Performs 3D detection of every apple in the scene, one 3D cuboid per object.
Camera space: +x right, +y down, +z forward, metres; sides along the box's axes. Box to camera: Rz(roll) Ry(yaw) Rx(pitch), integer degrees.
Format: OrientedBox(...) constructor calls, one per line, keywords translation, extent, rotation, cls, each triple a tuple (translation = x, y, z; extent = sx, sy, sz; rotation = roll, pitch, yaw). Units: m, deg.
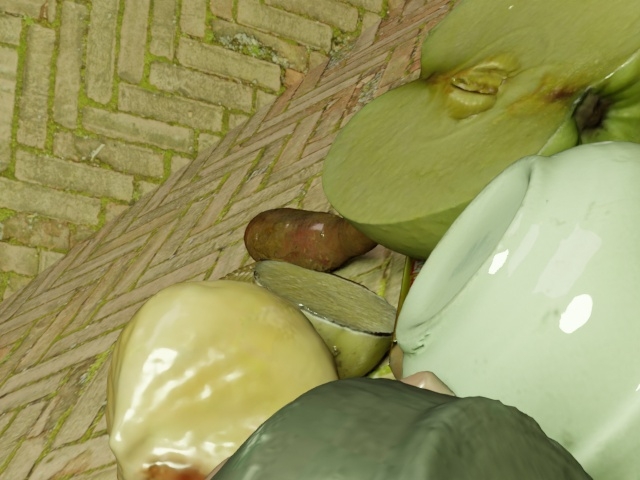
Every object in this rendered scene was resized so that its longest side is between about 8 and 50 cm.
OrientedBox(translation=(0.180, -0.133, 0.885), extent=(0.312, 0.320, 0.360), rotation=(-5, 17, -24), cls="apple")

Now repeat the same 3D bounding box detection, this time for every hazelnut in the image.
OrientedBox(translation=(-0.100, 0.161, 0.792), extent=(0.241, 0.261, 0.261), rotation=(-8, -3, -44), cls="hazelnut")

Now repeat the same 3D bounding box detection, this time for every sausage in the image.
OrientedBox(translation=(0.134, 0.034, 0.995), extent=(0.082, 0.082, 0.371), rotation=(-26, 20, 21), cls="sausage")

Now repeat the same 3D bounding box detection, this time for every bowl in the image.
OrientedBox(translation=(0.168, 0.051, 0.632), extent=(0.307, 0.163, 0.307), rotation=(-54, 6, 8), cls="bowl")

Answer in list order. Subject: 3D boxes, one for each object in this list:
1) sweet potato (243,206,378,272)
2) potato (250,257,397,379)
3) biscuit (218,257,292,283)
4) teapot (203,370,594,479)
OrientedBox(translation=(0.000, 0.000, 1.235), extent=(0.109, 0.109, 0.385), rotation=(-44, 23, -28), cls="sweet potato")
OrientedBox(translation=(-0.006, 0.107, 0.969), extent=(0.202, 0.182, 0.117), rotation=(-63, -8, -80), cls="potato")
OrientedBox(translation=(-0.127, 0.123, 1.183), extent=(0.259, 0.079, 0.259), rotation=(-28, 19, 11), cls="biscuit")
OrientedBox(translation=(-0.020, 0.233, 0.441), extent=(0.362, 0.305, 0.376), rotation=(-31, 23, 27), cls="teapot")
